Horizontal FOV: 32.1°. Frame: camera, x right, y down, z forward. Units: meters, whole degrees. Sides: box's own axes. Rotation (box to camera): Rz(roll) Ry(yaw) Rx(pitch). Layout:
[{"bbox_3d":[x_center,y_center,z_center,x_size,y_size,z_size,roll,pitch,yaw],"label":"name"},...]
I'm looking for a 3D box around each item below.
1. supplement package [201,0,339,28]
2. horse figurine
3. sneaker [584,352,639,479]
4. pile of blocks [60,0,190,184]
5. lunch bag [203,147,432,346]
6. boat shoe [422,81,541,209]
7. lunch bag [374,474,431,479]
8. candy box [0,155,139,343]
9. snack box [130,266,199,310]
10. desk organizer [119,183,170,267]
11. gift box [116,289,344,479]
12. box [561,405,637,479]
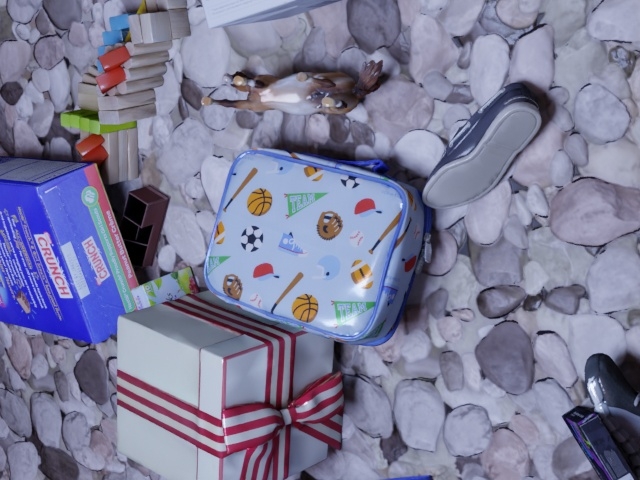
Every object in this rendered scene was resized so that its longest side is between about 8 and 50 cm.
[{"bbox_3d":[-0.061,-0.434,1.390,0.178,0.175,0.293,-8,99,38],"label":"supplement package"},{"bbox_3d":[-0.030,-0.198,1.467,0.263,0.174,0.066,1,96,21],"label":"horse figurine"},{"bbox_3d":[0.417,0.216,1.317,0.132,0.086,0.228,-27,98,32],"label":"sneaker"},{"bbox_3d":[-0.318,-0.238,1.668,0.149,0.113,0.362,38,122,20],"label":"pile of blocks"},{"bbox_3d":[0.000,0.000,1.495,0.303,0.115,0.243,16,89,29],"label":"lunch bag"},{"bbox_3d":[0.198,-0.116,1.390,0.206,0.075,0.065,-48,32,40],"label":"boat shoe"},{"bbox_3d":[0.031,0.471,1.612,0.293,0.138,0.221,-15,83,42],"label":"lunch bag"},{"bbox_3d":[-0.447,0.008,1.773,0.317,0.122,0.268,8,120,44],"label":"candy box"},{"bbox_3d":[-0.222,0.123,1.714,0.037,0.100,0.141,-19,92,45],"label":"snack box"},{"bbox_3d":[-0.283,-0.018,1.748,0.047,0.050,0.130,32,120,24],"label":"desk organizer"},{"bbox_3d":[-0.119,0.232,1.594,0.258,0.255,0.276,16,115,40],"label":"gift box"},{"bbox_3d":[0.340,0.259,1.336,0.029,0.162,0.116,-31,83,3],"label":"box"}]
